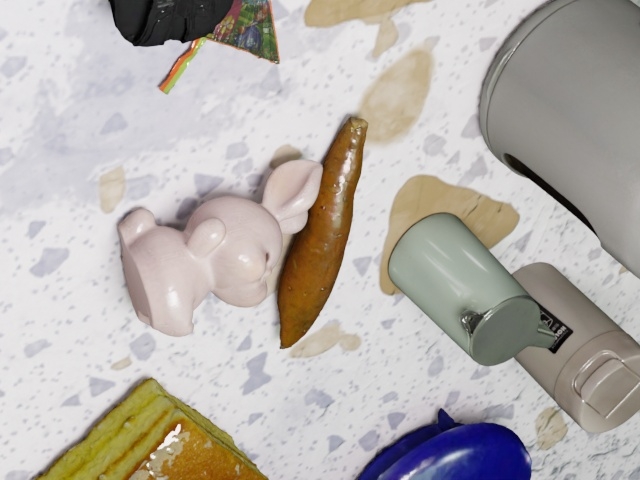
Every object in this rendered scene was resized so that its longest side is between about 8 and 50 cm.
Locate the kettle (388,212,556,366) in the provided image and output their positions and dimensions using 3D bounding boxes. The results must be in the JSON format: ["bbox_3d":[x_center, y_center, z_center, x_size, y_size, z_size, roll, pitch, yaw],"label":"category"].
[{"bbox_3d":[0.154,0.059,1.775,0.098,0.148,0.127,-38,140,-8],"label":"kettle"}]

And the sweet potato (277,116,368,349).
[{"bbox_3d":[0.001,0.001,1.671,0.057,0.057,0.264,-5,129,-36],"label":"sweet potato"}]

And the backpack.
[{"bbox_3d":[-0.119,-0.230,1.342,0.120,0.106,0.165,-6,148,-23],"label":"backpack"}]

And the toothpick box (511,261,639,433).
[{"bbox_3d":[0.276,0.118,1.899,0.111,0.181,0.111,-21,135,-23],"label":"toothpick box"}]

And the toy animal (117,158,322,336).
[{"bbox_3d":[-0.075,0.007,1.571,0.212,0.124,0.124,-24,136,-16],"label":"toy animal"}]

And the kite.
[{"bbox_3d":[-0.092,-0.191,1.466,0.190,0.010,0.159,11,117,-43],"label":"kite"}]

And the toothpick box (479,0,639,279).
[{"bbox_3d":[0.326,-0.094,1.651,0.229,0.316,0.229,-22,134,-24],"label":"toothpick box"}]

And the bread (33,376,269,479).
[{"bbox_3d":[-0.187,0.270,1.714,0.234,0.110,0.184,-42,139,0],"label":"bread"}]

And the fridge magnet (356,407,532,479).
[{"bbox_3d":[0.130,0.314,2.005,0.265,0.112,0.265,-21,135,-23],"label":"fridge magnet"}]
